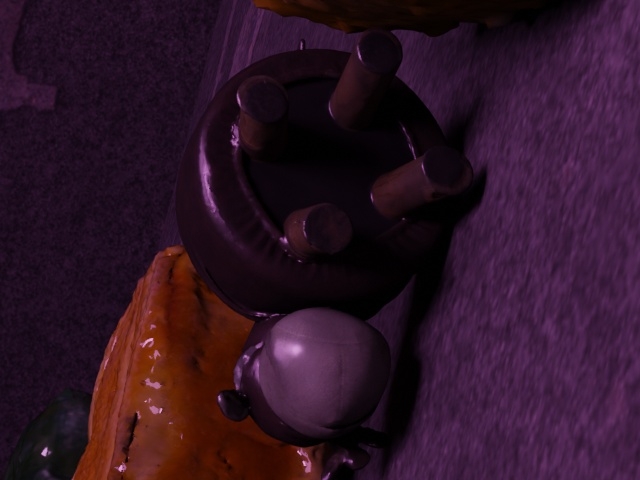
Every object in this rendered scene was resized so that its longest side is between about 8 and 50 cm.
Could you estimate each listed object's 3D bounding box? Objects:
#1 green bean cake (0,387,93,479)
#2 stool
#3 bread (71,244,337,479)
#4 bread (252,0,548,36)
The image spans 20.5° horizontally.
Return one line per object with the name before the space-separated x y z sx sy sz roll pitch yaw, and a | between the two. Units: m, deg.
green bean cake | -0.152 0.286 1.101 0.300 0.169 0.308 116 163 -49
stool | 0.000 0.000 0.811 0.121 0.125 0.217 142 132 -69
bread | -0.066 0.152 0.913 0.167 0.132 0.294 115 166 -45
bread | 0.016 -0.299 0.754 0.239 0.264 0.395 -147 71 -84
